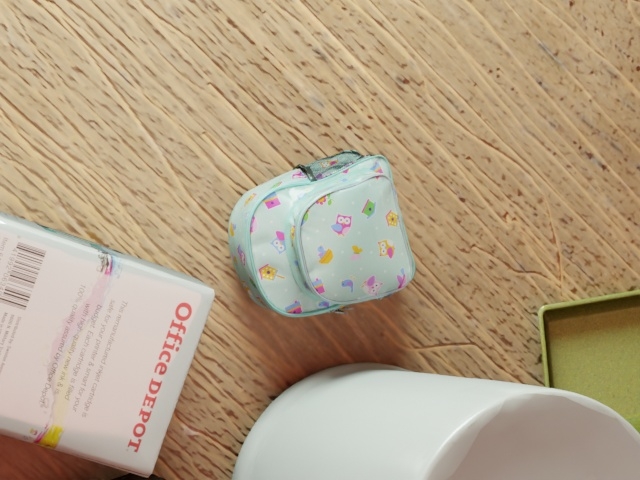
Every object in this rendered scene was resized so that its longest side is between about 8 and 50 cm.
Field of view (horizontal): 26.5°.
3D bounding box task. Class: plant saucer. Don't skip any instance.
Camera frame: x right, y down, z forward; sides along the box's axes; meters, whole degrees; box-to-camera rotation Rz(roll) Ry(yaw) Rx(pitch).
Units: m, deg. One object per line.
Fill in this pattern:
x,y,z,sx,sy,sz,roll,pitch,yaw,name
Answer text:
0.347,0.155,1.641,0.188,0.045,0.188,-8,97,-16,plant saucer

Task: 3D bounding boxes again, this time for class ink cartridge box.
-0.277,0.091,1.371,0.270,0.197,0.198,20,88,-16,ink cartridge box

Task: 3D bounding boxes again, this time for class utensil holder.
0.122,0.294,1.382,0.328,0.385,0.327,1,87,-23,utensil holder

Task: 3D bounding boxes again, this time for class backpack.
0.000,0.000,1.477,0.188,0.144,0.165,-16,104,-12,backpack

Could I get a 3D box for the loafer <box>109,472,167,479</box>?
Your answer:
-0.292,0.354,1.397,0.366,0.130,0.133,-25,106,-7,loafer
